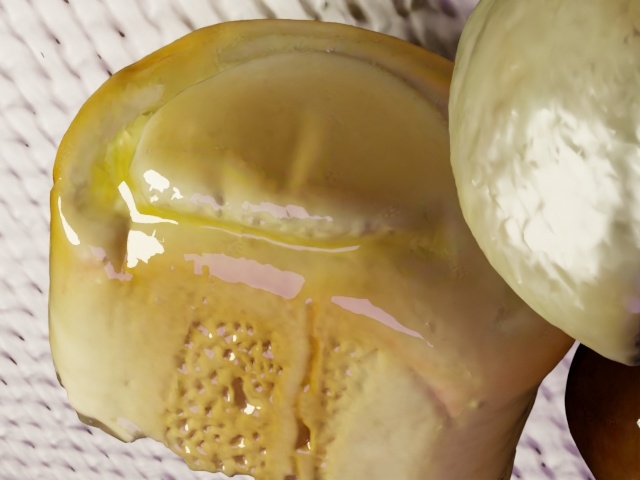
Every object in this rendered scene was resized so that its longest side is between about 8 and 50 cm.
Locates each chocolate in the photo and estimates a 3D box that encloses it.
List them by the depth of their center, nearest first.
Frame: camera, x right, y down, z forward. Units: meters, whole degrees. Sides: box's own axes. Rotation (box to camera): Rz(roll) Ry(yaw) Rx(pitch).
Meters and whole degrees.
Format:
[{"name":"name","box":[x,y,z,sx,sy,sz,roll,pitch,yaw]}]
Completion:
[{"name":"chocolate","box":[0.221,0.105,1.000,0.177,0.176,0.176,18,142,15]}]

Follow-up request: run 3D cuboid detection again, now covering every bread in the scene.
[{"name":"bread","box":[0.000,0.000,0.995,0.316,0.211,0.270,15,134,6]}]

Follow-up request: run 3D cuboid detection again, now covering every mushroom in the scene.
[{"name":"mushroom","box":[0.187,-0.111,0.731,0.212,0.292,0.217,43,132,36]}]
